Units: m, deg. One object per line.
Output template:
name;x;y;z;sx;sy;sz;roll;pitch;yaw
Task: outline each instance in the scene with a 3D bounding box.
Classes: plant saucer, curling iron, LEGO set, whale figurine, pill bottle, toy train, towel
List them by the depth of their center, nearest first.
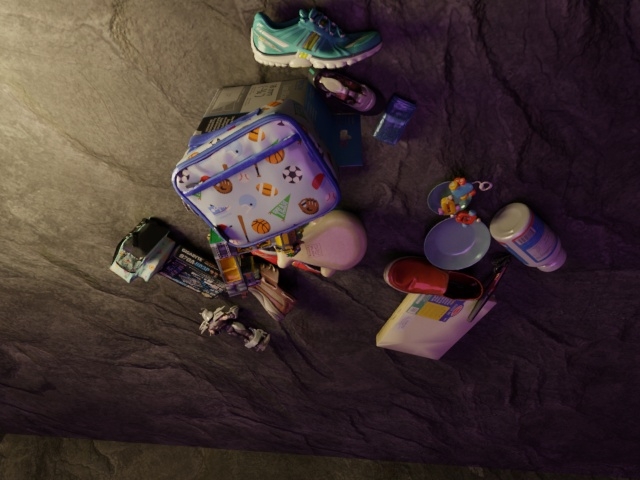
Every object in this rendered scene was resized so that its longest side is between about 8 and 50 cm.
towel;0.178;-0.289;1.036;0.067;0.029;0.120;18;133;-12
LEGO set;-0.164;0.001;1.129;0.254;0.331;0.192;-19;124;-11
toy train;0.387;-0.110;1.156;0.125;0.046;0.166;5;137;-2
plant saucer;0.357;-0.122;1.191;0.119;0.021;0.119;2;135;2
pill bottle;0.597;-0.001;1.220;0.221;0.124;0.124;34;128;-26
whale figurine;0.000;0.000;1.244;0.271;0.141;0.217;-13;112;9
plant saucer;0.405;0.002;1.284;0.194;0.037;0.195;2;124;2
curling iron;0.540;0.155;1.392;0.068;0.035;0.274;8;120;-18

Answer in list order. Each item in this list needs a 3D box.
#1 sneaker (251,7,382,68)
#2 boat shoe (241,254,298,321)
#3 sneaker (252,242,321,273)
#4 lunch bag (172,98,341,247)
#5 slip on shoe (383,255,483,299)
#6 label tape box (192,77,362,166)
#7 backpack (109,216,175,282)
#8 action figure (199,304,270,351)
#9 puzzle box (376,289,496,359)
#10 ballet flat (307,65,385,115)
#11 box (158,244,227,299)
sneaker;-0.009;-0.416;0.881;0.274;0.107;0.110;2;126;3
boat shoe;-0.194;0.124;1.425;0.116;0.123;0.324;-39;117;-5
sneaker;-0.090;0.038;1.349;0.278;0.108;0.118;20;151;-11
lunch bag;-0.127;-0.121;0.831;0.303;0.115;0.243;-22;126;21
slip on shoe;0.359;0.124;1.345;0.330;0.123;0.101;14;178;-10
label tape box;-0.079;-0.257;0.941;0.333;0.241;0.106;-4;132;7
backpack;-0.551;0.042;1.319;0.144;0.166;0.188;42;127;-20
action figure;-0.336;0.331;1.640;0.285;0.099;0.185;34;134;-21
puzzle box;0.409;0.293;1.570;0.271;0.052;0.409;16;133;-11
ballet flat;0.064;-0.332;0.965;0.203;0.074;0.074;22;132;-20
box;-0.412;0.112;1.428;0.220;0.051;0.175;33;143;-24
